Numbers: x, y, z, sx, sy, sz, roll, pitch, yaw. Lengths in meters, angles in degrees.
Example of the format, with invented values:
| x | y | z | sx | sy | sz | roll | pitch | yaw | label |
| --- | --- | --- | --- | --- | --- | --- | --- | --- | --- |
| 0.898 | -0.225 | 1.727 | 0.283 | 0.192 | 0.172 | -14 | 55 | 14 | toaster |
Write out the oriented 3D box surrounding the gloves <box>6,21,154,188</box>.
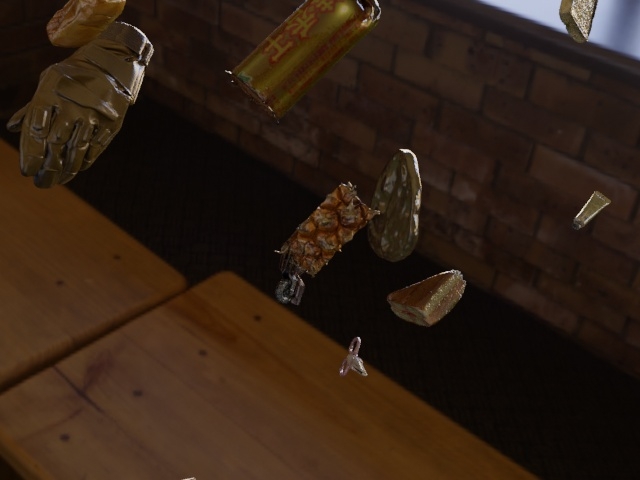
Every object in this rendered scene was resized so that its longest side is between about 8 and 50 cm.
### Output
| x | y | z | sx | sy | sz | roll | pitch | yaw | label |
| --- | --- | --- | --- | --- | --- | --- | --- | --- | --- |
| -0.401 | -0.235 | 1.424 | 0.154 | 0.141 | 0.331 | 38 | 57 | -21 | gloves |

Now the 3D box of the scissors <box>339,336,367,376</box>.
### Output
| x | y | z | sx | sy | sz | roll | pitch | yaw | label |
| --- | --- | --- | --- | --- | --- | --- | --- | --- | --- |
| 0.067 | 0.236 | 1.629 | 0.022 | 0.085 | 0.176 | 26 | 0 | -9 | scissors |

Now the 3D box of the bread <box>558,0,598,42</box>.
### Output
| x | y | z | sx | sy | sz | roll | pitch | yaw | label |
| --- | --- | --- | --- | --- | --- | --- | --- | --- | --- |
| 0.380 | -0.364 | 1.235 | 0.028 | 0.068 | 0.154 | -4 | 58 | 39 | bread |

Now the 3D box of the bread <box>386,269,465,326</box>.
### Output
| x | y | z | sx | sy | sz | roll | pitch | yaw | label |
| --- | --- | --- | --- | --- | --- | --- | --- | --- | --- |
| 0.139 | 0.083 | 1.109 | 0.109 | 0.043 | 0.062 | -25 | 29 | 21 | bread |

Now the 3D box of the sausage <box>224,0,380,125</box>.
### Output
| x | y | z | sx | sy | sz | roll | pitch | yaw | label |
| --- | --- | --- | --- | --- | --- | --- | --- | --- | --- |
| -0.008 | -0.349 | 1.475 | 0.125 | 0.317 | 0.117 | 48 | 4 | 17 | sausage |

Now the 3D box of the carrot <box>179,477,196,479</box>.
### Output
| x | y | z | sx | sy | sz | roll | pitch | yaw | label |
| --- | --- | --- | --- | --- | --- | --- | --- | --- | --- |
| -0.288 | 0.427 | 1.367 | 0.216 | 0.048 | 0.048 | -19 | 43 | -41 | carrot |

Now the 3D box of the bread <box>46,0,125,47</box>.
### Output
| x | y | z | sx | sy | sz | roll | pitch | yaw | label |
| --- | --- | --- | --- | --- | --- | --- | --- | --- | --- |
| -0.360 | -0.344 | 1.298 | 0.074 | 0.132 | 0.053 | -7 | 70 | -57 | bread |

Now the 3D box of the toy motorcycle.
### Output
| x | y | z | sx | sy | sz | roll | pitch | yaw | label |
| --- | --- | --- | --- | --- | --- | --- | --- | --- | --- |
| -0.049 | 0.066 | 2.192 | 0.122 | 0.213 | 0.082 | 23 | -5 | -41 | toy motorcycle |

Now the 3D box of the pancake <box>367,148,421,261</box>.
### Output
| x | y | z | sx | sy | sz | roll | pitch | yaw | label |
| --- | --- | --- | --- | --- | --- | --- | --- | --- | --- |
| 0.185 | -0.080 | 2.091 | 0.049 | 0.295 | 0.294 | 4 | 35 | -18 | pancake |

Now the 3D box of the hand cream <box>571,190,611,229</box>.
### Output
| x | y | z | sx | sy | sz | roll | pitch | yaw | label |
| --- | --- | --- | --- | --- | --- | --- | --- | --- | --- |
| 0.500 | -0.054 | 1.573 | 0.035 | 0.022 | 0.102 | 39 | 59 | 18 | hand cream |

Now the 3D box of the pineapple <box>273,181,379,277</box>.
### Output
| x | y | z | sx | sy | sz | roll | pitch | yaw | label |
| --- | --- | --- | --- | --- | --- | --- | --- | --- | --- |
| -0.001 | -0.001 | 1.357 | 0.135 | 0.233 | 0.079 | -40 | 86 | -20 | pineapple |
